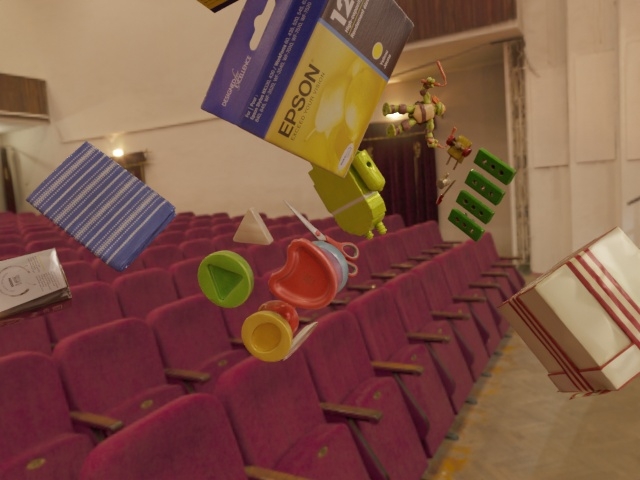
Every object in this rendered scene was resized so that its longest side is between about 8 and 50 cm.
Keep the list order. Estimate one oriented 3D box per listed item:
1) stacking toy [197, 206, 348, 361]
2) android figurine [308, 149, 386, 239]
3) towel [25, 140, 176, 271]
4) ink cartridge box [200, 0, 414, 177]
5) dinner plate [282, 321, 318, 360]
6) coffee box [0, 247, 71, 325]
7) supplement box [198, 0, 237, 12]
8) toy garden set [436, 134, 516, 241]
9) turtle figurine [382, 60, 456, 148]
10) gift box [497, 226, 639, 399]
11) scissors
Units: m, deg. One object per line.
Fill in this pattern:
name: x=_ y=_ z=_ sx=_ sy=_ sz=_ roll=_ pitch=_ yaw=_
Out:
stacking toy: x=-0.103 y=0.082 z=1.152 sx=0.309 sy=0.279 sz=0.130 roll=-48 pitch=-3 yaw=25
android figurine: x=0.063 y=-0.123 z=1.209 sx=0.056 sy=0.273 sz=0.248 roll=-34 pitch=2 yaw=-27
towel: x=-0.610 y=-0.097 z=1.442 sx=0.336 sy=0.243 sz=0.040 roll=38 pitch=-18 yaw=0
ink cartridge box: x=0.001 y=-0.283 z=0.813 sx=0.072 sy=0.303 sz=0.307 roll=31 pitch=10 yaw=34
dinner plate: x=-0.059 y=0.274 z=1.406 sx=0.017 sy=0.141 sz=0.141 roll=40 pitch=19 yaw=12
coffee box: x=-0.695 y=0.125 z=1.071 sx=0.297 sy=0.118 sz=0.168 roll=-18 pitch=-6 yaw=-28
supplement box: x=-0.387 y=-0.911 z=1.569 sx=0.194 sy=0.195 sz=0.356 roll=-4 pitch=-16 yaw=39
toy garden set: x=0.402 y=-0.150 z=1.380 sx=0.049 sy=0.244 sz=0.204 roll=-26 pitch=56 yaw=-33
turtle figurine: x=0.305 y=-0.411 z=1.600 sx=0.217 sy=0.269 sz=0.087 roll=-14 pitch=22 yaw=-13
gift box: x=0.533 y=0.173 z=1.024 sx=0.276 sy=0.258 sz=0.255 roll=-35 pitch=-15 yaw=-5
scissors: x=0.000 y=0.000 z=1.454 sx=0.297 sy=0.109 sz=0.021 roll=34 pitch=-32 yaw=-23
